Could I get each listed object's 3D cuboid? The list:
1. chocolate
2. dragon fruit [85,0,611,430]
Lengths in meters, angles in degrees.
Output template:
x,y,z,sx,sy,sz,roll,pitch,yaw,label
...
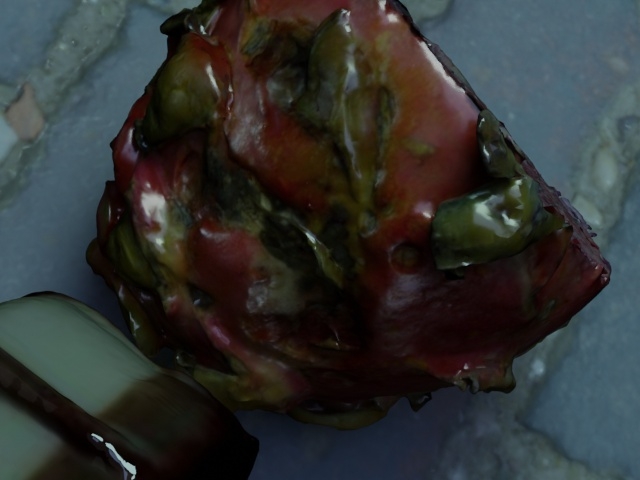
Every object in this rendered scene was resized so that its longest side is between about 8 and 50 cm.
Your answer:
x,y,z,sx,sy,sz,roll,pitch,yaw,label
-0.180,0.155,0.820,0.186,0.283,0.283,34,66,12,chocolate
0.000,0.000,0.924,0.263,0.314,0.296,-41,68,8,dragon fruit
